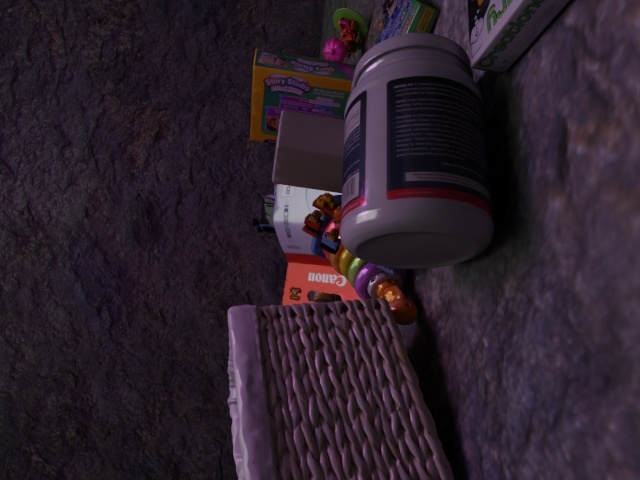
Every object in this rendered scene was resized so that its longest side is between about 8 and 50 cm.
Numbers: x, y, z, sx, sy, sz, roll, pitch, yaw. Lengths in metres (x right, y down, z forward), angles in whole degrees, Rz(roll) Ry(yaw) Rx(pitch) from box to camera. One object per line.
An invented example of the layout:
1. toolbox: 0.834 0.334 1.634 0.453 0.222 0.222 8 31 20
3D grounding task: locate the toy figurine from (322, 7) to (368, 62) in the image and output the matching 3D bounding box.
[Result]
1. toy figurine: 0.071 -0.656 1.441 0.159 0.130 0.173 -62 -19 -14

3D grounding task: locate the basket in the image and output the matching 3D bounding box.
1. basket: -0.006 0.303 0.678 0.328 0.267 0.331 103 157 -48

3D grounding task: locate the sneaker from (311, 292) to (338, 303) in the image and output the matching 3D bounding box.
1. sneaker: 0.021 0.233 1.425 0.296 0.112 0.131 107 -176 -46

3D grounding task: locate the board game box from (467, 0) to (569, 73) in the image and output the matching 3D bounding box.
1. board game box: 0.243 -0.345 0.423 0.305 0.053 0.192 121 154 -71

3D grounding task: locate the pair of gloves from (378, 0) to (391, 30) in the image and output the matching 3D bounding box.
1. pair of gloves: 0.181 -0.640 1.215 0.074 0.010 0.083 -100 19 -63

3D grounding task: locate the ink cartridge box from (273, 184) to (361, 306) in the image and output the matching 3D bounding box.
1. ink cartridge box: 0.000 0.000 1.102 0.308 0.091 0.384 2 83 41

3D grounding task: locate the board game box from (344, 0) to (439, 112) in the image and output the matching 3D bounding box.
1. board game box: 0.144 -0.384 0.965 0.213 0.046 0.317 -95 25 -50

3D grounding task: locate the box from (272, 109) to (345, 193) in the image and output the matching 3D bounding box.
1. box: 0.055 -0.149 0.782 0.113 0.275 0.094 112 165 -60

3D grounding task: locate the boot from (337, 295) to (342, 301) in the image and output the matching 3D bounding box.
1. boot: 0.070 0.072 1.241 0.152 0.073 0.197 -92 0 -50

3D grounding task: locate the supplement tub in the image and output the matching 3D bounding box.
1. supplement tub: 0.125 -0.112 0.578 0.191 0.191 0.272 118 157 -69

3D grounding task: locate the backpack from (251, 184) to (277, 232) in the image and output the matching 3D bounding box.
1. backpack: -0.034 -0.094 1.371 0.263 0.277 0.213 10 -86 -56

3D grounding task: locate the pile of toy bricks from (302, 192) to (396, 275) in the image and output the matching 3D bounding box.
1. pile of toy bricks: 0.074 -0.035 0.738 0.118 0.212 0.105 -47 -20 -42

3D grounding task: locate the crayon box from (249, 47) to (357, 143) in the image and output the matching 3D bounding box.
1. crayon box: -0.057 -0.474 1.490 0.313 0.363 0.106 108 165 -54

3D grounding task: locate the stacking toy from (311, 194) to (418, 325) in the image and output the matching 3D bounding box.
1. stacking toy: 0.108 0.053 0.825 0.301 0.175 0.165 -116 36 -49
